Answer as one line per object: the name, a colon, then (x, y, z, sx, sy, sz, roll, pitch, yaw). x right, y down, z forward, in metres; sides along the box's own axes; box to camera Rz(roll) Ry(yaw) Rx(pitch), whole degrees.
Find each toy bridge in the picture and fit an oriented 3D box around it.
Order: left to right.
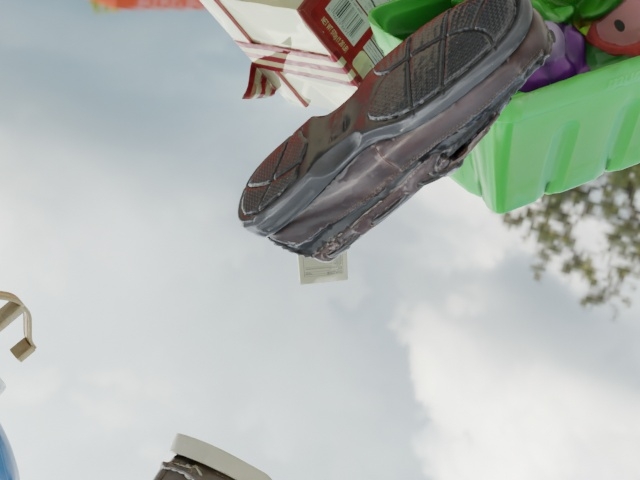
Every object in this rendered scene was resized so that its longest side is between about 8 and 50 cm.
toy bridge: (-0.462, 0.110, 1.712, 0.063, 0.188, 0.026, -40, -125, -12)

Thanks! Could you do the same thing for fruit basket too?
fruit basket: (0.245, -0.262, 1.194, 0.392, 0.392, 0.283, -3, -149, -32)

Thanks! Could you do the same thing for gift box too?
gift box: (-0.002, -0.306, 1.491, 0.276, 0.255, 0.258, -49, -142, -14)

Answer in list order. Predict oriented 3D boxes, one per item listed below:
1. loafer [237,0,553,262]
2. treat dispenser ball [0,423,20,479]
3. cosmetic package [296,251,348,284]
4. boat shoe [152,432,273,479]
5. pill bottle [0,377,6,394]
loafer: (0.064, -0.077, 0.889, 0.095, 0.302, 0.109, 36, -139, -26)
treat dispenser ball: (-0.390, 0.222, 0.950, 0.288, 0.288, 0.288, 10, -158, -4)
cosmetic package: (0.000, 0.000, 1.328, 0.060, 0.115, 0.041, -5, -127, -3)
boat shoe: (-0.028, 0.313, 1.185, 0.324, 0.097, 0.116, 33, 161, -12)
pill bottle: (-0.534, 0.232, 1.212, 0.224, 0.224, 0.392, 29, -113, 36)
